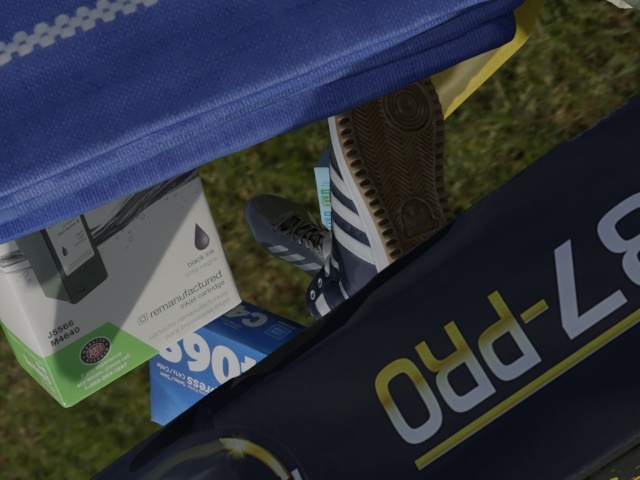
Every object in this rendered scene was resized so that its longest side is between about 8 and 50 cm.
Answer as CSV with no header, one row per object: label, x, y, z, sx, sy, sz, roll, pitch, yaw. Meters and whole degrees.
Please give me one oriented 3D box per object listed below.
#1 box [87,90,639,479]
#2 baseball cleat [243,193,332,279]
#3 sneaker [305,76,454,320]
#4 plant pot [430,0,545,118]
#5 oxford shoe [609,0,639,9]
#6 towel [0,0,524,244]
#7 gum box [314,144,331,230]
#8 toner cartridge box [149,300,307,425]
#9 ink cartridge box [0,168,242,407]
box,0.143,0.081,0.517,0.318,0.395,0.097,-34,60,12
baseball cleat,0.000,0.000,1.432,0.206,0.072,0.109,39,152,18
sneaker,0.040,-0.027,1.110,0.153,0.099,0.282,-21,83,62
plant pot,0.089,-0.228,1.222,0.187,0.212,0.212,40,129,-7
oxford shoe,0.298,-0.256,1.067,0.130,0.449,0.169,8,109,7
towel,-0.104,-0.173,0.408,0.040,0.243,0.335,88,159,-85
gum box,0.040,-0.047,1.801,0.041,0.157,0.184,0,118,17
toner cartridge box,-0.036,0.177,1.462,0.348,0.075,0.165,20,124,32
ink cartridge box,-0.211,-0.022,1.199,0.115,0.198,0.272,31,145,49
